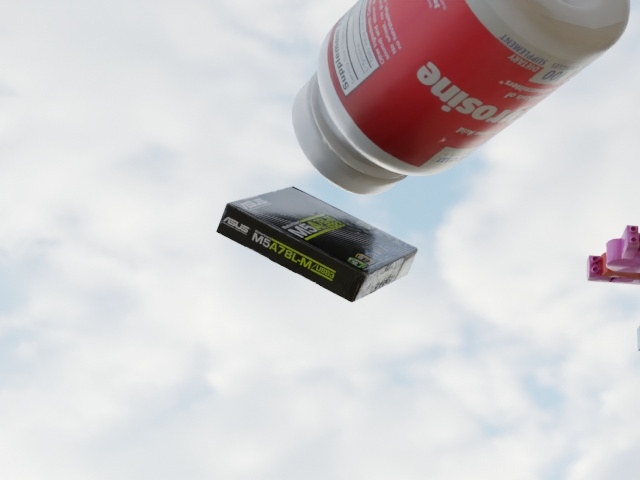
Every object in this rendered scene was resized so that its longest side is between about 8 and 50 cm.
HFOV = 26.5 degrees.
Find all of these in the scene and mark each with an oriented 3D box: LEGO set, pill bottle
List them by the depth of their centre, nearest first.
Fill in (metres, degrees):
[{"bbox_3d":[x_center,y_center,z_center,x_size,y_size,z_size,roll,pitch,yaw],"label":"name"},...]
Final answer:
[{"bbox_3d":[0.329,0.043,1.054,0.227,0.087,0.093,4,-27,1],"label":"LEGO set"},{"bbox_3d":[0.144,-0.218,1.591,0.229,0.229,0.408,2,-26,-36],"label":"pill bottle"}]

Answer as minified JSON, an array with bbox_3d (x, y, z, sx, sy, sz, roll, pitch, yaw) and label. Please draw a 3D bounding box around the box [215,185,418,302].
[{"bbox_3d":[0.000,0.000,1.589,0.191,0.184,0.045,-19,-44,-66],"label":"box"}]
